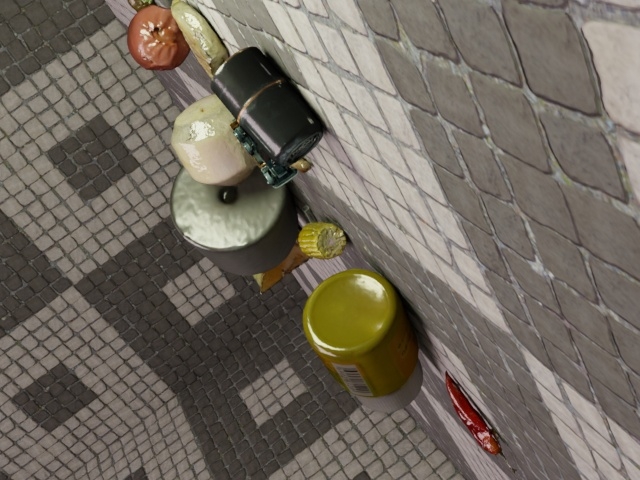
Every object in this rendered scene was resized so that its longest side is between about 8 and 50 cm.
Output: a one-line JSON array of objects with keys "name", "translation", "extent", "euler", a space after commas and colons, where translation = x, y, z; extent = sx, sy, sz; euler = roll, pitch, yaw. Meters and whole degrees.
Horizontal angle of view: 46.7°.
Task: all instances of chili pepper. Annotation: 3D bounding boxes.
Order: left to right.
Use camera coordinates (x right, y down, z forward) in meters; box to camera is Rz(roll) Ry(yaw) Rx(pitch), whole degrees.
[{"name": "chili pepper", "translation": [0.356, 0.416, 1.692], "extent": [0.268, 0.050, 0.059], "euler": [53, -171, 9]}]

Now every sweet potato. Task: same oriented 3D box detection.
[{"name": "sweet potato", "translation": [-0.486, -0.651, 1.972], "extent": [0.067, 0.067, 0.274], "euler": [49, 170, 35]}]

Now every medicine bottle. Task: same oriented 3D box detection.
[{"name": "medicine bottle", "translation": [0.116, 0.249, 1.734], "extent": [0.224, 0.224, 0.384], "euler": [48, 172, 38]}]

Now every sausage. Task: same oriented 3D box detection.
[{"name": "sausage", "translation": [-0.379, -0.475, 1.743], "extent": [0.152, 0.152, 0.280], "euler": [56, 174, -19]}]

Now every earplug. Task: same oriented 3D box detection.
[{"name": "earplug", "translation": [-0.223, -0.065, 2.106], "extent": [0.312, 0.313, 0.394], "euler": [51, 175, 17]}]

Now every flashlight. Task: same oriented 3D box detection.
[{"name": "flashlight", "translation": [-0.025, -0.059, 2.005], "extent": [0.018, 0.018, 0.083], "euler": [46, 170, 46]}]

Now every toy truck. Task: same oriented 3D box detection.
[{"name": "toy truck", "translation": [-0.128, -0.211, 1.679], "extent": [0.177, 0.080, 0.115], "euler": [56, 178, -16]}]

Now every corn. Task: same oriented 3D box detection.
[{"name": "corn", "translation": [0.000, 0.000, 1.820], "extent": [0.093, 0.093, 0.244], "euler": [54, 173, -6]}]

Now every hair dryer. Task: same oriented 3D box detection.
[{"name": "hair dryer", "translation": [-0.069, -0.200, 1.335], "extent": [0.189, 0.107, 0.352], "euler": [50, -179, 9]}]

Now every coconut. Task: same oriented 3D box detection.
[{"name": "coconut", "translation": [-0.247, -0.238, 1.847], "extent": [0.234, 0.224, 0.224], "euler": [55, 173, -27]}]

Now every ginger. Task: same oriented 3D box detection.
[{"name": "ginger", "translation": [-0.043, -0.162, 1.548], "extent": [0.048, 0.030, 0.097], "euler": [26, 179, -6]}]

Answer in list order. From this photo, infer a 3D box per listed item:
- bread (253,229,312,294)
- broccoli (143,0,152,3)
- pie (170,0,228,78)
[{"name": "bread", "translation": [-0.208, -0.010, 2.540], "extent": [0.315, 0.279, 0.248], "euler": [43, -175, -21]}, {"name": "broccoli", "translation": [-0.408, -0.584, 1.648], "extent": [0.097, 0.092, 0.095], "euler": [30, -150, -58]}, {"name": "pie", "translation": [-0.259, -0.428, 1.578], "extent": [0.185, 0.052, 0.218], "euler": [52, 175, 2]}]
